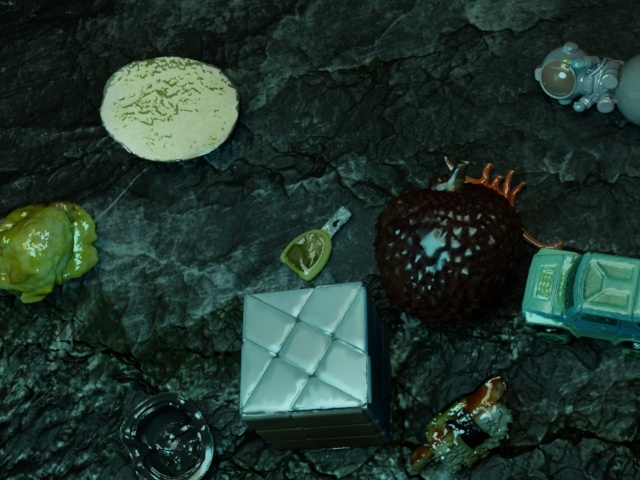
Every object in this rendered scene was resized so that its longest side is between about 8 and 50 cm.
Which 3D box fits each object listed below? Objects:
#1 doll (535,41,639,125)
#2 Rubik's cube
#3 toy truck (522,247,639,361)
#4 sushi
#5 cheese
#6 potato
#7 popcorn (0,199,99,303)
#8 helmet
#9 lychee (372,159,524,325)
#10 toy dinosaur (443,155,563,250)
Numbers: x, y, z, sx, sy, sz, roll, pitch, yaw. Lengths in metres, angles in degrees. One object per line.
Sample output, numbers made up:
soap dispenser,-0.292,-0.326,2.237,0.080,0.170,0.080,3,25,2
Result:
doll,0.546,-0.302,1.852,0.287,0.151,0.150,18,72,29
Rubik's cube,-0.003,0.227,1.708,0.222,0.224,0.231,-6,63,12
toy truck,0.488,0.101,1.666,0.279,0.156,0.154,10,69,19
sushi,0.249,0.323,1.667,0.226,0.097,0.103,-40,55,12
cheese,0.000,0.000,1.920,0.086,0.036,0.162,39,82,26
potato,-0.312,-0.262,2.089,0.299,0.116,0.239,1,72,5
popcorn,-0.582,0.016,1.996,0.191,0.190,0.253,41,78,21
helmet,-0.270,0.367,1.793,0.153,0.107,0.176,-30,80,-2
lychee,0.225,0.003,1.727,0.264,0.264,0.299,12,101,21
toy dinosaur,0.348,-0.079,1.849,0.280,0.055,0.101,32,87,25
